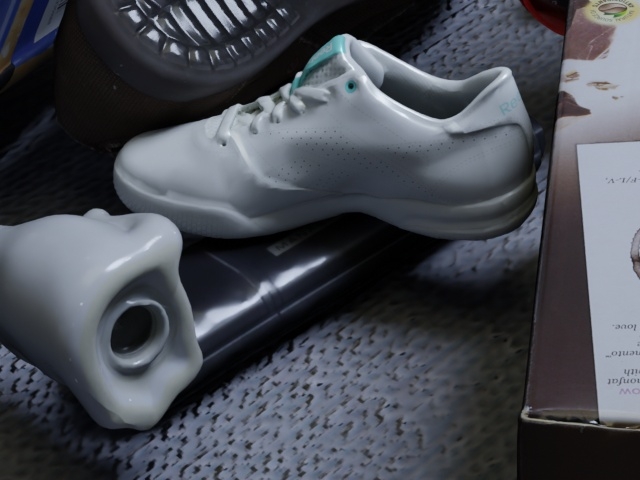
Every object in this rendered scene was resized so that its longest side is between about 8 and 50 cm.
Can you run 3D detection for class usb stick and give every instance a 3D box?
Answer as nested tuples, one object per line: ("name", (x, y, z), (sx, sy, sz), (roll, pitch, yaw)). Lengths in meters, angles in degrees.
("usb stick", (0.000, 0.000, 0.869), (0.278, 0.045, 0.077), (-31, 40, -29))

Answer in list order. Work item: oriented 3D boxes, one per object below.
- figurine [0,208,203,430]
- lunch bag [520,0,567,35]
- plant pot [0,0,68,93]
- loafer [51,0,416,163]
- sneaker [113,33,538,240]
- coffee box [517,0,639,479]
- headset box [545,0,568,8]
("figurine", (-0.187, 0.052, 0.763), (0.209, 0.092, 0.215), (23, 63, 37))
("lunch bag", (0.213, -0.199, 0.885), (0.258, 0.293, 0.120), (-29, 40, 5))
("plant pot", (-0.198, -0.215, 0.906), (0.212, 0.236, 0.236), (35, 38, 5))
("loafer", (-0.038, -0.154, 0.986), (0.134, 0.130, 0.366), (54, 40, 3))
("sneaker", (-0.002, -0.056, 0.826), (0.212, 0.094, 0.080), (0, 37, 13))
("coffee box", (0.151, 0.032, 0.719), (0.119, 0.168, 0.297), (3, 39, 9))
("headset box", (0.172, -0.164, 1.037), (0.083, 0.062, 0.032), (8, 40, 15))
